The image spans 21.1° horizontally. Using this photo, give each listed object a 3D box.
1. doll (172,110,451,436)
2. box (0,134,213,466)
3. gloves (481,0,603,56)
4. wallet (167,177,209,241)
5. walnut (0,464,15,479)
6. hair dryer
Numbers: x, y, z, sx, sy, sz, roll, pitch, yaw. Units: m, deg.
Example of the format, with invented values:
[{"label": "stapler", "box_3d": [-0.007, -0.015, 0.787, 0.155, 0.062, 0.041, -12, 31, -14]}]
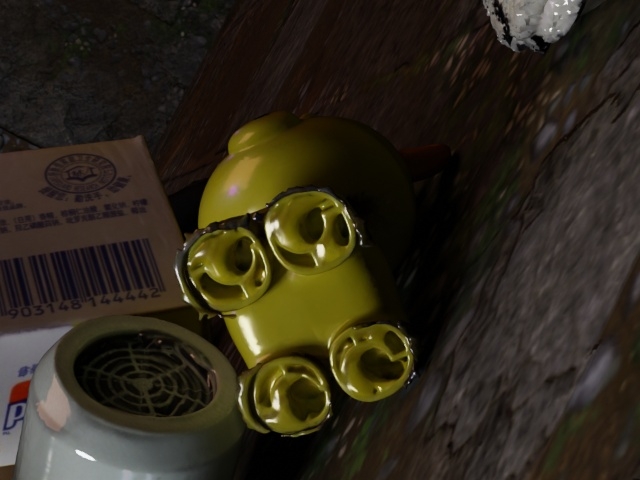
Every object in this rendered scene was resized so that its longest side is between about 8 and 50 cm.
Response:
[{"label": "doll", "box_3d": [0.000, 0.000, 0.840, 0.143, 0.135, 0.221, -26, 11, 10]}, {"label": "box", "box_3d": [-0.202, 0.038, 0.914, 0.168, 0.265, 0.097, -118, 25, -49]}, {"label": "gloves", "box_3d": [0.110, -0.146, 0.773, 0.114, 0.070, 0.153, -48, 18, 52]}, {"label": "wallet", "box_3d": [-0.294, 0.053, 1.646, 0.406, 0.062, 0.228, -24, -8, -22]}, {"label": "walnut", "box_3d": [-0.237, 0.162, 1.079, 0.306, 0.306, 0.344, -55, 14, 31]}, {"label": "hair dryer", "box_3d": [-0.191, 0.160, 0.761, 0.357, 0.107, 0.173, -18, -47, -41]}]
